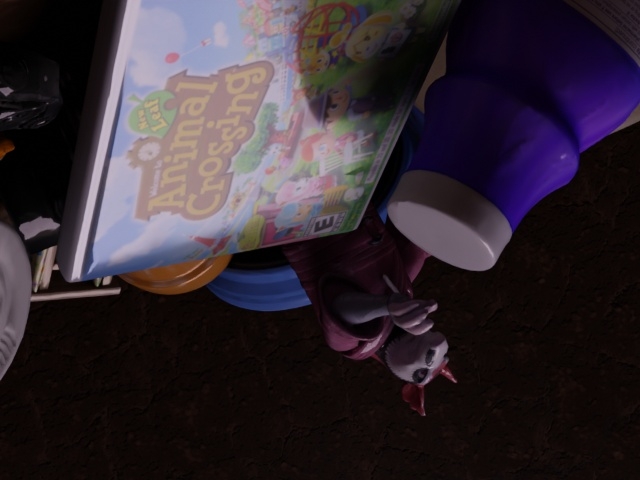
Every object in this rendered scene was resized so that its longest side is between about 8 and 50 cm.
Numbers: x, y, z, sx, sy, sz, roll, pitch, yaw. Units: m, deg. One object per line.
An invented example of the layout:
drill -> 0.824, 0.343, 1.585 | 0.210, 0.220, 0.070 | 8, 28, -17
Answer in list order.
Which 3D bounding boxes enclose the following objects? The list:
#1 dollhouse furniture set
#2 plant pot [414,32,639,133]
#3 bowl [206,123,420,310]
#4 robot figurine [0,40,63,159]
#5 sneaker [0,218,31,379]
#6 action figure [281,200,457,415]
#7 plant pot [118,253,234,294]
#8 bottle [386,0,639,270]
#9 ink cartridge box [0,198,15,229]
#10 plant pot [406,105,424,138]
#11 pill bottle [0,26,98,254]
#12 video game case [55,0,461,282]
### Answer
dollhouse furniture set -> -0.236, -0.067, 0.882 | 0.101, 0.181, 0.161 | -3, -146, -39
plant pot -> 0.175, -0.169, 0.793 | 0.284, 0.191, 0.284 | -23, -176, 2
bowl -> -0.034, -0.074, 1.497 | 0.391, 0.077, 0.391 | -15, -135, 16
robot figurine -> -0.206, -0.026, 0.292 | 0.211, 0.085, 0.291 | -22, -177, 17
sneaker -> -0.299, 0.075, 0.435 | 0.236, 0.130, 0.322 | 6, -147, 12
action figure -> 0.000, 0.000, 0.910 | 0.276, 0.370, 0.248 | -23, -176, 32
plant pot -> -0.222, -0.040, 1.325 | 0.205, 0.205, 0.188 | -23, 169, 4
bottle -> 0.135, -0.115, 0.574 | 0.282, 0.118, 0.092 | -58, -170, -17
ink cartridge box -> -0.367, 0.016, 1.096 | 0.235, 0.088, 0.193 | -20, -158, 41
plant pot -> 0.214, -0.211, 1.351 | 0.236, 0.212, 0.236 | -24, -177, 3
pill bottle -> -0.089, -0.077, 0.597 | 0.219, 0.122, 0.123 | -24, -177, -15
video game case -> -0.029, -0.070, 0.518 | 0.193, 0.023, 0.212 | -11, 142, -33
